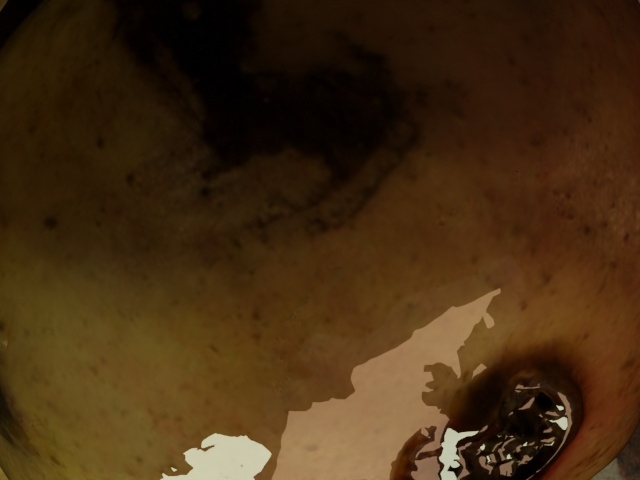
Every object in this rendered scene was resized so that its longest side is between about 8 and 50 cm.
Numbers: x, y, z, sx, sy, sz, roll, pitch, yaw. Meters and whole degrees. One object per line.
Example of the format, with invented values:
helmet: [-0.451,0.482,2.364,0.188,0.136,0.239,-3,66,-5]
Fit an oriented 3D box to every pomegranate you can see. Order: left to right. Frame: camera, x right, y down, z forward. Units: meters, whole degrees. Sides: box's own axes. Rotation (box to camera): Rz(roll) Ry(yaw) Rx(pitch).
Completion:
pomegranate: [0.000,0.000,0.759,0.322,0.322,0.322,-27,167,-7]

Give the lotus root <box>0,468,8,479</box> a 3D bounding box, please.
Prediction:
lotus root: [-0.217,0.065,0.854,0.169,0.151,0.343,-49,155,25]

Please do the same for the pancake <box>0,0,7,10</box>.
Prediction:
pancake: [-0.131,-0.101,0.316,0.387,0.082,0.387,-51,167,-17]
